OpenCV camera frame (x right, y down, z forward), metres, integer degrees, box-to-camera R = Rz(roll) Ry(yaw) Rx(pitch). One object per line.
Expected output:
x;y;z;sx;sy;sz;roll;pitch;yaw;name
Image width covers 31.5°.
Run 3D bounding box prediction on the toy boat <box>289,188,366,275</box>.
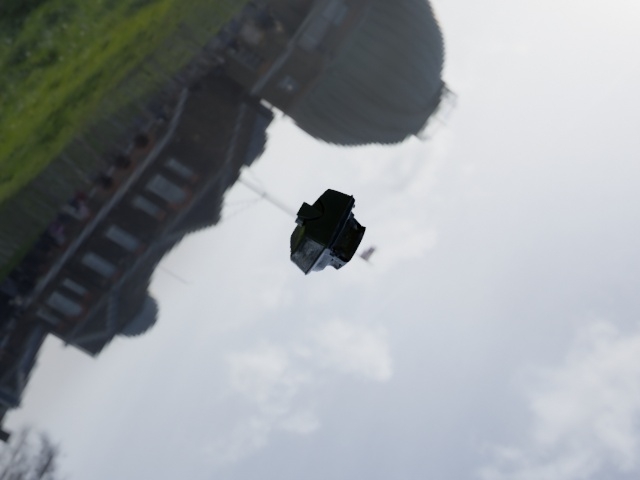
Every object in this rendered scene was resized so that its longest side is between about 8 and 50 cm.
0.000;0.000;0.992;0.055;0.060;0.141;-63;-178;-18;toy boat
